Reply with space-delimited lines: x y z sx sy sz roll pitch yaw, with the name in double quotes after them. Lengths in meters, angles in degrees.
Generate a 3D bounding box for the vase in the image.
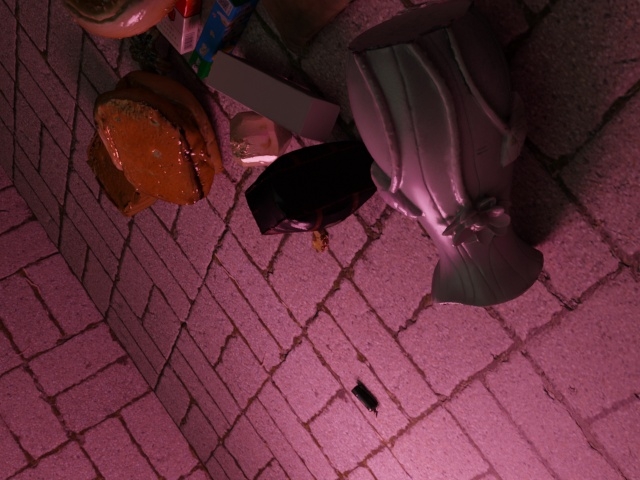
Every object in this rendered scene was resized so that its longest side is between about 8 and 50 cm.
0.194 -0.117 1.372 0.250 0.250 0.445 14 132 52 "vase"

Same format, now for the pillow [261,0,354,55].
-0.023 -0.440 1.560 0.184 0.075 0.302 60 152 -4 "pillow"

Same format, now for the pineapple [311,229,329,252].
0.000 0.000 1.975 0.045 0.019 0.083 49 150 31 "pineapple"

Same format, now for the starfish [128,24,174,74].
-0.393 -0.432 2.148 0.146 0.074 0.189 19 133 42 "starfish"

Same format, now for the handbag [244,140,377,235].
-0.018 -0.094 1.726 0.169 0.215 0.155 -16 94 66 "handbag"

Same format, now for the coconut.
-0.118 -0.206 1.879 0.116 0.122 0.116 -8 -90 -87 "coconut"

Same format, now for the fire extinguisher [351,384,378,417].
0.108 0.366 2.129 0.083 0.025 0.038 47 125 22 "fire extinguisher"

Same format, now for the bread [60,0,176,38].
-0.387 -0.551 1.865 0.306 0.159 0.305 -3 83 27 "bread"

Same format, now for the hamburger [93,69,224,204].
-0.365 -0.232 2.147 0.284 0.174 0.304 23 147 29 "hamburger"

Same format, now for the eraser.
-0.097 -0.280 1.786 0.298 0.078 0.076 32 106 39 "eraser"

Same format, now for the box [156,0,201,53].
-0.302 -0.487 1.978 0.100 0.048 0.152 47 149 21 "box"

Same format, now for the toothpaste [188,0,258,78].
-0.195 -0.418 1.858 0.050 0.065 0.266 53 150 5 "toothpaste"

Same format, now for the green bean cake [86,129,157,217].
-0.511 -0.196 2.477 0.224 0.131 0.230 54 147 6 "green bean cake"
